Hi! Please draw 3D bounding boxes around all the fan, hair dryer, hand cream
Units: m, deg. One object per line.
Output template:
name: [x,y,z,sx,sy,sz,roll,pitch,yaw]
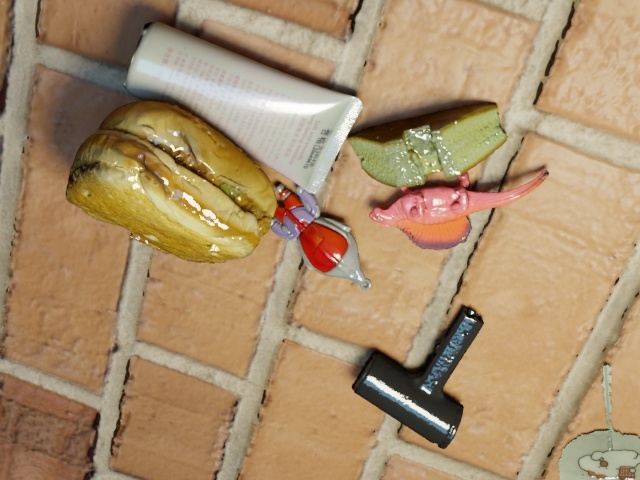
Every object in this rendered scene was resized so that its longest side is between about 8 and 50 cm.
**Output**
fan: [0.506,0.348,1.610,0.191,0.009,0.329,-4,118,18]
hair dryer: [0.196,0.215,1.596,0.197,0.089,0.251,32,111,0]
hand cream: [-0.129,-0.219,1.444,0.359,0.118,0.185,25,119,-7]

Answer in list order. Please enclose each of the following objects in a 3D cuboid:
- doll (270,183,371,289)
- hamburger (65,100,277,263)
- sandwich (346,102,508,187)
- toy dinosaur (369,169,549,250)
doll: [0.000,0.000,1.529,0.227,0.075,0.102,42,109,3]
hamburger: [-0.237,-0.080,1.450,0.304,0.174,0.284,39,149,-27]
sandwich: [0.158,-0.140,1.409,0.244,0.088,0.090,-12,116,20]
toy dinosaur: [0.221,-0.037,1.468,0.286,0.070,0.139,-5,125,13]
